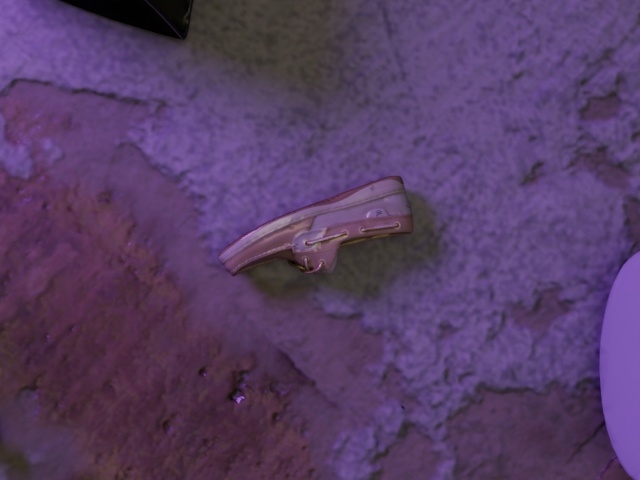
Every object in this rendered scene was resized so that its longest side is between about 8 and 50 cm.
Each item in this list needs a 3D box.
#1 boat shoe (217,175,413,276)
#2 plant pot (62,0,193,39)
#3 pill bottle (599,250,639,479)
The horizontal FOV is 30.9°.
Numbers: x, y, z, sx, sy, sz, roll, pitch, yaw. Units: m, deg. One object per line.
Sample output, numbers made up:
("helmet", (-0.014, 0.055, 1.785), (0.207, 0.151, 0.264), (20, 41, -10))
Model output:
("boat shoe", (0.000, 0.000, 0.966), (0.170, 0.063, 0.059), (-22, 86, -7))
("plant pot", (-0.187, -0.277, 0.896), (0.167, 0.187, 0.188), (10, 89, 5))
("pill bottle", (0.446, 0.106, 0.937), (0.392, 0.224, 0.224), (2, 89, -7))
